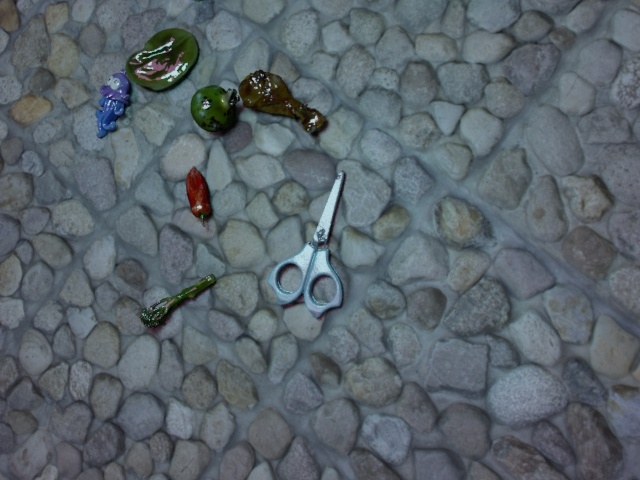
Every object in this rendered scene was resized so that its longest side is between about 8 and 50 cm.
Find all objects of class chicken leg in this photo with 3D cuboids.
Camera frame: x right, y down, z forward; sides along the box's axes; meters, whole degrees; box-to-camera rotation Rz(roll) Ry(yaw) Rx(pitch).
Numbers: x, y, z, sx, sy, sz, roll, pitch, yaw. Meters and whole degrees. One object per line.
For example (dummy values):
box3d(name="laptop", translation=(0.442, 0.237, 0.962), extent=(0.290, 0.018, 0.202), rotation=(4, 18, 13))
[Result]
box3d(name="chicken leg", translation=(-0.096, -0.347, 1.669), extent=(0.252, 0.087, 0.107), rotation=(33, 113, 14))

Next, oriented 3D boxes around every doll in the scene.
box3d(name="doll", translation=(-0.578, -0.379, 1.835), extent=(0.110, 0.067, 0.205), rotation=(26, 100, 29))

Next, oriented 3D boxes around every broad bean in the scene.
box3d(name="broad bean", translation=(-0.430, -0.488, 1.799), extent=(0.207, 0.072, 0.153), rotation=(-24, 86, 11))

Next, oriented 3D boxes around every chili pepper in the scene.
box3d(name="chili pepper", translation=(-0.316, -0.112, 1.709), extent=(0.059, 0.050, 0.191), rotation=(-22, 62, 16))

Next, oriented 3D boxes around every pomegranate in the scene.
box3d(name="pomegranate", translation=(-0.261, -0.344, 1.687), extent=(0.161, 0.122, 0.122), rotation=(-22, 73, 38))

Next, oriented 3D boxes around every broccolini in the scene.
box3d(name="broccolini", translation=(-0.356, 0.158, 1.679), extent=(0.216, 0.067, 0.058), rotation=(-28, 76, 2))

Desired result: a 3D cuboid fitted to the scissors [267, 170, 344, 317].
box3d(name="scissors", translation=(0.000, 0.000, 1.600), extent=(0.191, 0.029, 0.360), rotation=(16, 84, 16))
